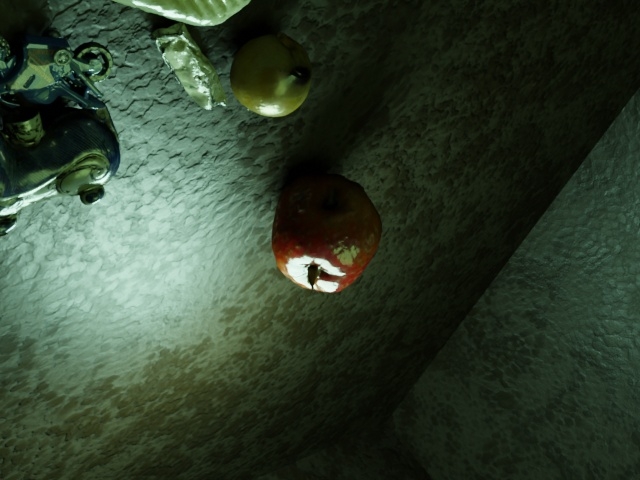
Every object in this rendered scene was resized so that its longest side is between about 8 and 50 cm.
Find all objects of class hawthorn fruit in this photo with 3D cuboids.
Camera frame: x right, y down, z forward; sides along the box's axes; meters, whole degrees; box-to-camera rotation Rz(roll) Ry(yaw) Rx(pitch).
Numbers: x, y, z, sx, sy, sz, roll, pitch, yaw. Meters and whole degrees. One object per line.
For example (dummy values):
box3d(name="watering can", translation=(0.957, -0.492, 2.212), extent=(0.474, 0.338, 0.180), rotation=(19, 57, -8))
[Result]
box3d(name="hawthorn fruit", translation=(0.007, -0.018, 1.902), extent=(0.261, 0.258, 0.258), rotation=(-66, 153, -3))

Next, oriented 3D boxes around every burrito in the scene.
box3d(name="burrito", translation=(-0.214, -0.289, 1.430), extent=(0.063, 0.058, 0.229), rotation=(-45, 156, -6))

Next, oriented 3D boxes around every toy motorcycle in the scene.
box3d(name="toy motorcycle", translation=(-0.400, -0.240, 1.220), extent=(0.205, 0.076, 0.114), rotation=(-1, 126, -34))

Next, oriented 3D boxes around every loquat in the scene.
box3d(name="loquat", translation=(-0.086, -0.291, 1.509), extent=(0.163, 0.137, 0.163), rotation=(-51, 169, -15))

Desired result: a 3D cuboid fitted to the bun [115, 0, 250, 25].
box3d(name="bun", translation=(-0.190, -0.441, 1.046), extent=(0.352, 0.227, 0.349), rotation=(-39, 153, -12))

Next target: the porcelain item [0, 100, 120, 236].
box3d(name="porcelain item", translation=(-0.445, -0.132, 1.289), extent=(0.288, 0.138, 0.186), rotation=(-23, 130, -26))
